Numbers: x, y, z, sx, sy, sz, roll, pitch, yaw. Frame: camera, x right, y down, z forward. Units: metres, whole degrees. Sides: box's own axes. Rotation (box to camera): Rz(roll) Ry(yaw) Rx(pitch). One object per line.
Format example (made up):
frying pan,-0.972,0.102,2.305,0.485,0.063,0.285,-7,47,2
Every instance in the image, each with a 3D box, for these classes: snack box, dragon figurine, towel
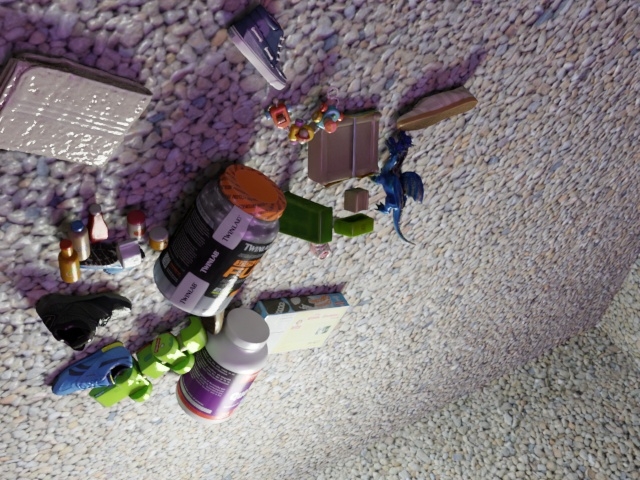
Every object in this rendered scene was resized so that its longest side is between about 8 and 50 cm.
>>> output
snack box,-0.083,0.243,2.510,0.321,0.060,0.187,-2,136,-43
dragon figurine,0.197,-0.123,2.145,0.085,0.289,0.144,-14,-179,-28
towel,-0.449,-0.223,1.517,0.282,0.049,0.187,9,129,-52

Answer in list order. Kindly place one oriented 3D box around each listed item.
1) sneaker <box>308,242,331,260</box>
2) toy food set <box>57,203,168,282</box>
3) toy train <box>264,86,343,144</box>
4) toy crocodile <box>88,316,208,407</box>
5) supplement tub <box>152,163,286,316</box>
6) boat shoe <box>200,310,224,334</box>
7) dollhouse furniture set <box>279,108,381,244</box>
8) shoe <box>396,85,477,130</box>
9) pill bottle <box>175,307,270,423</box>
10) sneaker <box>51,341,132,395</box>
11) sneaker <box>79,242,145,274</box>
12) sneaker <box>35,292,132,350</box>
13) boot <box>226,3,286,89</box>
sneaker,0.000,0.000,2.247,0.051,0.070,0.134,-22,146,-18
toy food set,-0.427,-0.011,1.765,0.232,0.111,0.105,-18,146,-23
toy train,-0.028,-0.258,1.839,0.166,0.046,0.125,-18,135,-3
toy crocodile,-0.439,0.315,2.228,0.340,0.105,0.115,-34,140,4
supplement tub,-0.218,-0.001,1.907,0.193,0.194,0.316,3,133,-47
boat shoe,-0.262,0.154,2.186,0.072,0.068,0.190,-36,143,-36
dollhouse furniture set,0.019,-0.163,2.045,0.197,0.151,0.302,-16,116,-41
shoe,0.274,-0.320,2.102,0.219,0.058,0.076,-20,166,-18
pill bottle,-0.257,0.336,2.344,0.181,0.181,0.323,-4,137,-42
sneaker,-0.562,0.334,2.141,0.209,0.082,0.069,-30,151,-7
sneaker,-0.457,0.051,1.871,0.162,0.063,0.073,-1,138,-44
sneaker,-0.509,0.184,1.940,0.227,0.130,0.087,3,134,-50
boot,-0.094,-0.363,1.650,0.086,0.069,0.190,-37,148,9
